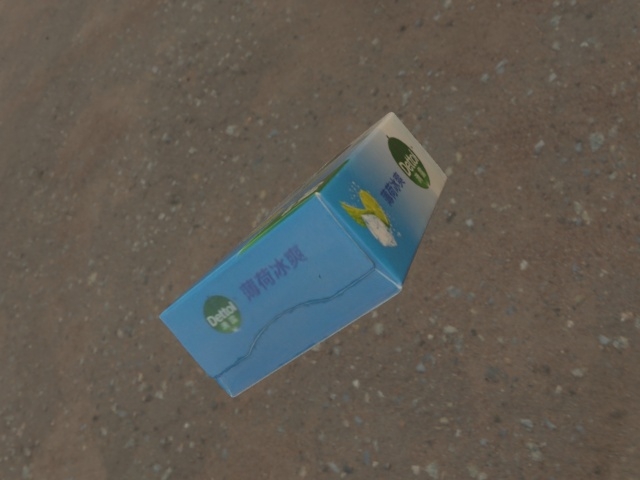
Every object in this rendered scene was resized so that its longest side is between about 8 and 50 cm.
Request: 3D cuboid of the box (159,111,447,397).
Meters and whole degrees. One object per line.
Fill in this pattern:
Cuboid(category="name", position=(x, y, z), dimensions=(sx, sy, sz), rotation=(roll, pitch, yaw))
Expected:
Cuboid(category="box", position=(0.000, 0.001, 0.473), dimensions=(0.139, 0.073, 0.194), rotation=(-38, 6, 27))
